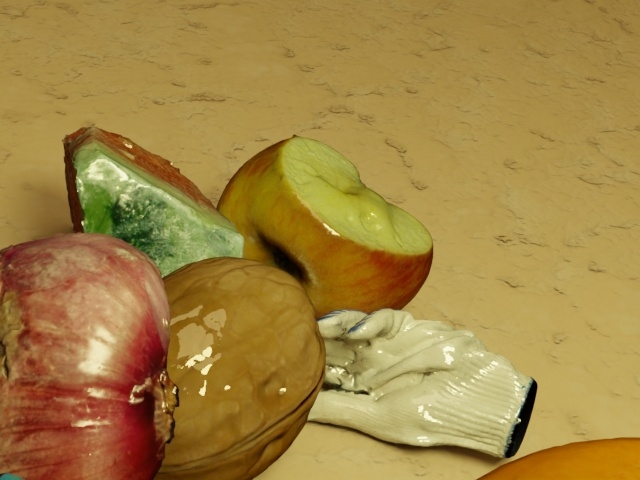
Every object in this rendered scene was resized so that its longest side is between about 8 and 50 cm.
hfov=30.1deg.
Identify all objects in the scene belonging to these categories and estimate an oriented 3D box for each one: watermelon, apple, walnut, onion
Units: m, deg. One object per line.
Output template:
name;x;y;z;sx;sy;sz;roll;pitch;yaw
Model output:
watermelon;-0.174;-0.013;1.071;0.139;0.193;0.256;-4;21;-23
apple;0.000;0.000;1.086;0.195;0.160;0.173;43;44;7
walnut;-0.086;0.103;0.895;0.167;0.167;0.207;32;47;30
onion;-0.228;0.106;0.809;0.283;0.227;0.120;-13;-24;41

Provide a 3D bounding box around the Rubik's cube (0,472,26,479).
Rubik's cube;-0.155;0.250;0.655;0.155;0.154;0.151;20;33;13

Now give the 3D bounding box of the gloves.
gloves;0.067;0.116;0.996;0.229;0.097;0.119;20;77;1

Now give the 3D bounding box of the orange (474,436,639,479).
orange;0.135;0.232;0.457;0.312;0.312;0.312;8;32;-5
